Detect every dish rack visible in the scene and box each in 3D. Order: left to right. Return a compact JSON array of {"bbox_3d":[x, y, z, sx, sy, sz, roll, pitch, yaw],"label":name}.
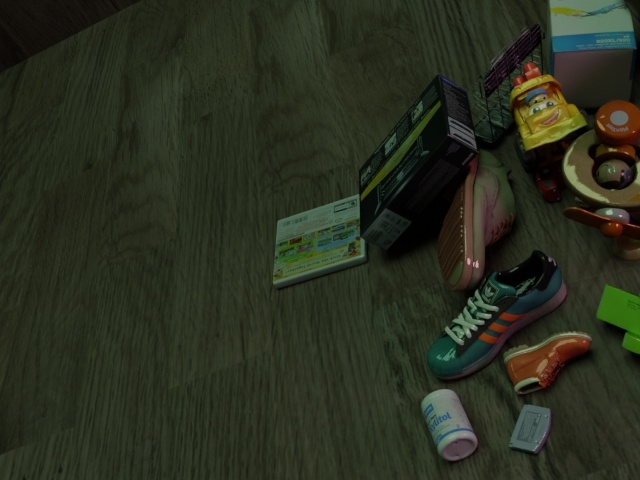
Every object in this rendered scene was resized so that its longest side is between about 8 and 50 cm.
[{"bbox_3d":[0.404,-0.341,1.911,0.074,0.271,0.208,36,77,29],"label":"dish rack"}]

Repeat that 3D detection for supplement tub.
[{"bbox_3d":[0.221,0.318,1.521,0.071,0.071,0.107,-29,40,7],"label":"supplement tub"}]

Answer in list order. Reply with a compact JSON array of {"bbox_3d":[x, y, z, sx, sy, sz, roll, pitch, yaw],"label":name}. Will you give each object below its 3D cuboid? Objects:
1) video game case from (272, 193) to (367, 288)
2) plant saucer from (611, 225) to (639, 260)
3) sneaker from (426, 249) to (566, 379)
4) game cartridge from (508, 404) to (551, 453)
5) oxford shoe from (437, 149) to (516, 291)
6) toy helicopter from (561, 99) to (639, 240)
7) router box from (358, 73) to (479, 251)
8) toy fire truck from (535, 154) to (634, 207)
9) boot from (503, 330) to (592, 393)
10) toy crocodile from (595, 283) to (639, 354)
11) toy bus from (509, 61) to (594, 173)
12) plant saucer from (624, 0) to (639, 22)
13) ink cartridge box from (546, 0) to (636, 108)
[{"bbox_3d":[0.000,0.000,2.024,0.227,0.026,0.206,-17,42,18],"label":"video game case"},{"bbox_3d":[0.582,0.000,1.637,0.083,0.015,0.083,-18,43,18],"label":"plant saucer"},{"bbox_3d":[0.307,0.127,1.613,0.302,0.121,0.108,-38,39,-4],"label":"sneaker"},{"bbox_3d":[0.354,0.316,1.476,0.056,0.017,0.083,3,52,41],"label":"game cartridge"},{"bbox_3d":[0.323,-0.048,1.743,0.147,0.140,0.397,19,47,-6],"label":"oxford shoe"},{"bbox_3d":[0.596,-0.075,1.580,0.355,0.140,0.235,32,74,23],"label":"toy helicopter"},{"bbox_3d":[0.196,-0.164,1.860,0.309,0.081,0.243,-50,23,34],"label":"router box"},{"bbox_3d":[0.533,-0.109,1.755,0.192,0.047,0.135,-20,43,17],"label":"toy fire truck"},{"bbox_3d":[0.398,0.213,1.521,0.158,0.059,0.084,-26,43,23],"label":"boot"},{"bbox_3d":[0.598,0.145,1.418,0.341,0.105,0.115,17,97,49],"label":"toy crocodile"},{"bbox_3d":[0.446,-0.263,1.780,0.150,0.220,0.211,-21,81,12],"label":"toy bus"},{"bbox_3d":[0.710,-0.534,1.886,0.050,0.311,0.310,-33,33,40],"label":"plant saucer"},{"bbox_3d":[0.577,-0.426,1.903,0.168,0.171,0.232,-1,53,12],"label":"ink cartridge box"}]
